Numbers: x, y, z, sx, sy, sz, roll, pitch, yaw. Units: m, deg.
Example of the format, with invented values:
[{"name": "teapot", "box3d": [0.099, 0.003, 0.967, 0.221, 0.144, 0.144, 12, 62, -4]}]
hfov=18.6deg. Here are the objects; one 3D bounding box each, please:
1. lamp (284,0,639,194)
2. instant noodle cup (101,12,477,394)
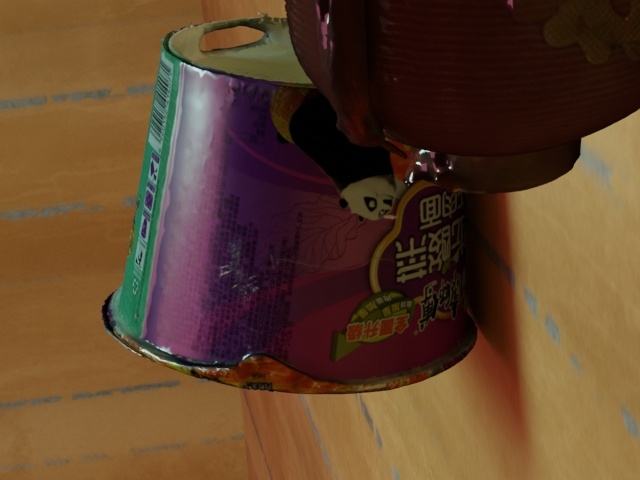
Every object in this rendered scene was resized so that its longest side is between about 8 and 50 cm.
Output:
[{"name": "lamp", "box3d": [0.060, -0.142, 0.744, 0.180, 0.180, 0.258, -111, 13, -63]}, {"name": "instant noodle cup", "box3d": [-0.013, -0.034, 1.266, 0.251, 0.251, 0.190, -116, 28, -69]}]
